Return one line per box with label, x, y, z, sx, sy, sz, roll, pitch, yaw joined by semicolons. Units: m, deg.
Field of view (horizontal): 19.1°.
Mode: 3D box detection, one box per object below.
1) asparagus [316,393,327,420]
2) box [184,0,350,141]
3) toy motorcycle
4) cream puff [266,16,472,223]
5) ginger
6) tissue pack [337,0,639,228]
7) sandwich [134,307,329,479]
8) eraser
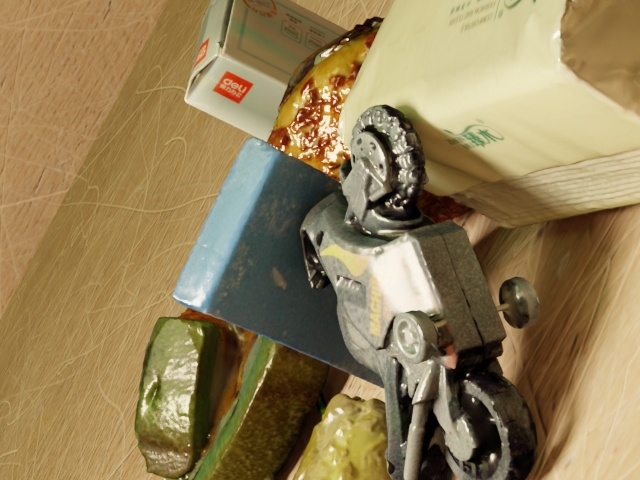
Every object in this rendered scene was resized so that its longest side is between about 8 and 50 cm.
asparagus;0.005;0.168;1.823;0.013;0.016;0.166;-28;19;-1
box;0.002;-0.147;1.867;0.079;0.269;0.135;-49;24;40
toy motorcycle;0.069;0.054;1.443;0.173;0.108;0.307;-30;77;57
cream puff;0.069;-0.093;1.681;0.240;0.240;0.164;-44;48;47
ginger;0.019;0.252;1.502;0.116;0.109;0.263;-30;42;53
tissue pack;0.207;-0.182;1.428;0.297;0.207;0.380;-67;18;-15
sandwich;-0.099;0.122;1.935;0.250;0.162;0.301;-57;17;28
eraser;0.012;0.030;1.568;0.042;0.312;0.144;25;88;38
